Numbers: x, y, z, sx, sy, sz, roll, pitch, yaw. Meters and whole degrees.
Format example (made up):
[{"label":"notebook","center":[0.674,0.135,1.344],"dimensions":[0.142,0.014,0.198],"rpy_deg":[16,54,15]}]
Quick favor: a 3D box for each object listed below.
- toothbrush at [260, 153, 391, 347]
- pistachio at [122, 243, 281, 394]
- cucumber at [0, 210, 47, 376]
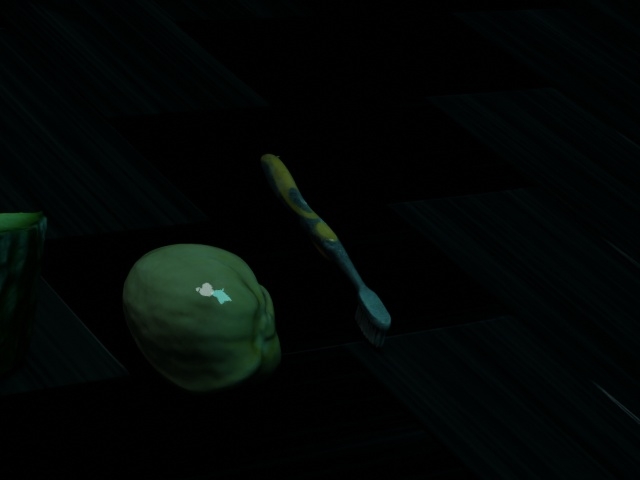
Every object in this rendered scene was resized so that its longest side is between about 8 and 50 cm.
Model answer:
[{"label":"toothbrush","center":[0.001,-0.003,1.739],"dimensions":[0.023,0.031,0.321],"rpy_deg":[4,30,-24]},{"label":"pistachio","center":[-0.093,0.061,1.507],"dimensions":[0.113,0.113,0.149],"rpy_deg":[-12,23,-42]},{"label":"cucumber","center":[-0.313,0.022,1.442],"dimensions":[0.191,0.130,0.191],"rpy_deg":[13,20,-5]}]
